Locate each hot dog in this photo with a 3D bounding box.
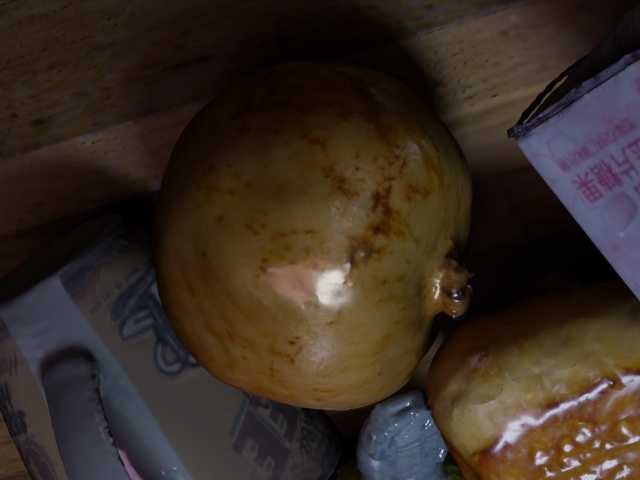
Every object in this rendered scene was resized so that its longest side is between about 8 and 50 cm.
[{"bbox_3d":[0.216,0.177,1.120,0.185,0.223,0.405,-25,118,6],"label":"hot dog"}]

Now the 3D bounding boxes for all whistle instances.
[{"bbox_3d":[0.065,0.190,1.148,0.122,0.123,0.223,10,144,10],"label":"whistle"}]

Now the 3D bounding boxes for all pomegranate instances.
[{"bbox_3d":[0.000,0.000,1.052,0.248,0.248,0.248,9,128,11],"label":"pomegranate"}]

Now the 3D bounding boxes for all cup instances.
[{"bbox_3d":[-0.147,0.133,1.160,0.227,0.301,0.257,-33,105,10],"label":"cup"}]

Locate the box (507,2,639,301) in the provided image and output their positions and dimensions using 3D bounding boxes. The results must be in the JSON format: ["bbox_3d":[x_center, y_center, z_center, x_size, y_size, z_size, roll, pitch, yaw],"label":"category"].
[{"bbox_3d":[0.289,0.014,0.902,0.370,0.112,0.190,49,130,-6],"label":"box"}]

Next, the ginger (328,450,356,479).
[{"bbox_3d":[0.047,0.246,1.302,0.309,0.107,0.133,9,114,5],"label":"ginger"}]
